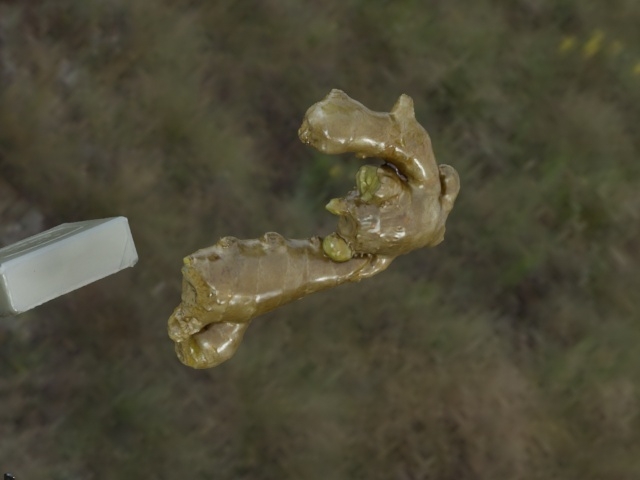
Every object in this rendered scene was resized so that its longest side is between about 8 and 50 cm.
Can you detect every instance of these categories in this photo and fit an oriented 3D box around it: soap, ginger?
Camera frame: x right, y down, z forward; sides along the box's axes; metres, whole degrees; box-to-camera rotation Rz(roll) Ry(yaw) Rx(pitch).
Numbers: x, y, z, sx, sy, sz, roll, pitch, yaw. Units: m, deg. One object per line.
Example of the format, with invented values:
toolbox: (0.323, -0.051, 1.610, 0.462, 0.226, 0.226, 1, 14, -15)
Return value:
soap: (-0.306, 0.031, 2.009, 0.183, 0.121, 0.064, -25, 102, -42)
ginger: (0.000, 0.000, 1.117, 0.176, 0.193, 0.052, 2, 34, -21)

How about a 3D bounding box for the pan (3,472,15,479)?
pan: (-0.264, 0.243, 1.615, 0.068, 0.115, 0.023, 17, 40, 20)
